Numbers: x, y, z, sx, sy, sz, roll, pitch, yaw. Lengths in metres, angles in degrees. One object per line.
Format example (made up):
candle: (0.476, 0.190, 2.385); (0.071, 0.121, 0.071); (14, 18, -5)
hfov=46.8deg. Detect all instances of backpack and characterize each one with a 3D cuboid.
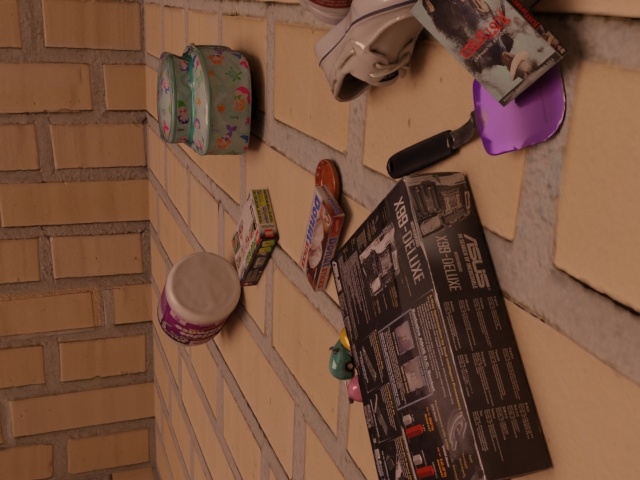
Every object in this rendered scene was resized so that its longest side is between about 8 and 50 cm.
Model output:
backpack: (-0.227, -0.280, 1.485); (0.253, 0.191, 0.225); (35, 126, 58)

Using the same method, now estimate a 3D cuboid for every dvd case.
dvd case: (0.137, -0.175, 0.616); (0.119, 0.013, 0.087); (45, 154, -2)

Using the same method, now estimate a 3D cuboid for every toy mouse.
toy mouse: (0.041, 0.189, 1.067); (0.161, 0.031, 0.143); (-117, 30, -45)

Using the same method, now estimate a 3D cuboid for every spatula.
spatula: (0.139, -0.106, 0.749); (0.296, 0.030, 0.084); (155, 107, -68)

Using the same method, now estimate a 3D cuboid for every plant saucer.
plant saucer: (0.011, -0.081, 1.116); (0.083, 0.013, 0.083); (176, 90, -70)

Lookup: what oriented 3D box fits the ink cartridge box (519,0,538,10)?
ink cartridge box: (0.141, -0.285, 0.649); (0.127, 0.072, 0.175); (138, 125, -65)

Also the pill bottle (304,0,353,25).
pill bottle: (0.018, -0.323, 0.798); (0.216, 0.121, 0.121); (74, -173, -78)

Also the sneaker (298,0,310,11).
sneaker: (0.016, -0.450, 0.945); (0.152, 0.114, 0.305); (-94, 8, -68)

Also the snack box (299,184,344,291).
snack box: (0.000, 0.000, 1.125); (0.178, 0.022, 0.064); (103, 146, -48)

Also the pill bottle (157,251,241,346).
pill bottle: (-0.299, 0.155, 1.763); (0.301, 0.169, 0.169); (127, 135, -61)

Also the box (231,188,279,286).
box: (-0.135, -0.002, 1.485); (0.207, 0.036, 0.114); (121, 140, -57)

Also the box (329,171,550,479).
box: (0.110, 0.114, 0.807); (0.242, 0.077, 0.307); (127, 134, -60)

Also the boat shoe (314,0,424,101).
boat shoe: (0.064, -0.219, 0.841); (0.267, 0.096, 0.088); (-11, 94, 66)
